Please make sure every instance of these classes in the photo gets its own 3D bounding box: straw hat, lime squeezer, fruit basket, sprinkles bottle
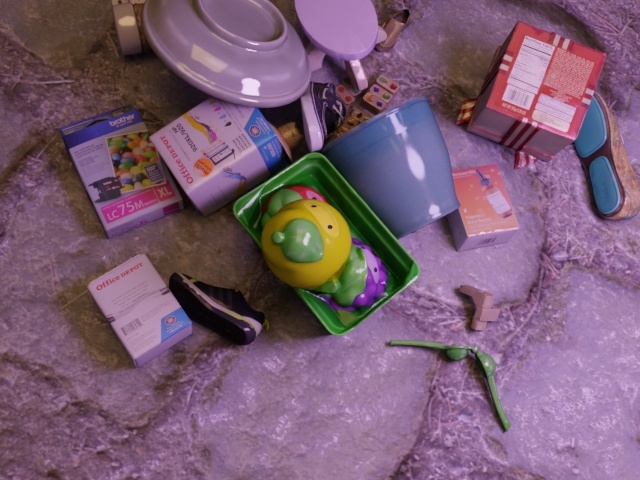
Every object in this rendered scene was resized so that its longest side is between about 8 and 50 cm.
[{"bbox_3d":[-0.072,-0.235,1.766,0.061,0.144,0.144,-34,74,-4],"label":"straw hat"},{"bbox_3d":[0.305,0.271,1.691,0.310,0.059,0.110,36,98,7],"label":"lime squeezer"},{"bbox_3d":[0.000,0.000,1.593,0.283,0.392,0.392,-35,75,-19],"label":"fruit basket"},{"bbox_3d":[-0.323,-0.542,1.919,0.355,0.121,0.121,-12,69,-12],"label":"sprinkles bottle"}]

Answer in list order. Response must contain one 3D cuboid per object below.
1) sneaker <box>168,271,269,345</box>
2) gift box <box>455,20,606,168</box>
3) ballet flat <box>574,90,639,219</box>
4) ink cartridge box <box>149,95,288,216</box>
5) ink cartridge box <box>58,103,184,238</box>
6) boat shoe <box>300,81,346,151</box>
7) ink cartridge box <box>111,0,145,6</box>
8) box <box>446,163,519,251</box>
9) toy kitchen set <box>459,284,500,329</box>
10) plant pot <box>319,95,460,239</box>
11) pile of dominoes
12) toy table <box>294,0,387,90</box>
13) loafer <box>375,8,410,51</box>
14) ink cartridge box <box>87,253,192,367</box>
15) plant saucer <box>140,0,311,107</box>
[{"bbox_3d":[-0.218,0.138,1.678,0.234,0.084,0.097,35,44,7],"label":"sneaker"},{"bbox_3d":[0.486,-0.330,1.857,0.255,0.258,0.276,26,86,3],"label":"gift box"},{"bbox_3d":[0.703,-0.207,1.911,0.123,0.123,0.349,-4,67,-8],"label":"ballet flat"},{"bbox_3d":[-0.223,-0.199,1.733,0.232,0.168,0.171,-34,73,-4],"label":"ink cartridge box"},{"bbox_3d":[-0.460,-0.175,1.780,0.185,0.065,0.311,-24,70,-16],"label":"ink cartridge box"},{"bbox_3d":[0.009,-0.293,1.793,0.102,0.108,0.301,-6,28,1],"label":"boat shoe"},{"bbox_3d":[-0.428,-0.622,1.969,0.198,0.067,0.115,-13,69,-12],"label":"ink cartridge box"},{"bbox_3d":[0.365,-0.077,1.816,0.130,0.091,0.171,-10,69,-11],"label":"box"},{"bbox_3d":[0.354,0.151,1.755,0.068,0.075,0.083,7,100,-43],"label":"toy kitchen set"},{"bbox_3d":[0.174,-0.143,1.743,0.271,0.271,0.255,-26,89,-17],"label":"plant pot"},{"bbox_3d":[0.095,-0.307,1.911,0.196,0.040,0.251,34,67,8],"label":"pile of dominoes"},{"bbox_3d":[0.044,-0.508,1.908,0.252,0.161,0.274,-15,63,-2],"label":"toy table"},{"bbox_3d":[0.186,-0.549,2.020,0.056,0.050,0.148,30,67,7],"label":"loafer"},{"bbox_3d":[-0.378,0.146,1.638,0.139,0.082,0.191,-32,73,-19],"label":"ink cartridge box"},{"bbox_3d":[-0.187,-0.464,1.715,0.400,0.100,0.401,18,45,-19],"label":"plant saucer"}]
